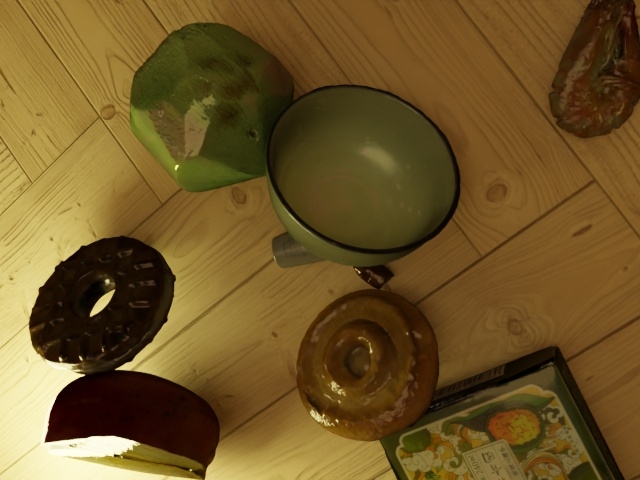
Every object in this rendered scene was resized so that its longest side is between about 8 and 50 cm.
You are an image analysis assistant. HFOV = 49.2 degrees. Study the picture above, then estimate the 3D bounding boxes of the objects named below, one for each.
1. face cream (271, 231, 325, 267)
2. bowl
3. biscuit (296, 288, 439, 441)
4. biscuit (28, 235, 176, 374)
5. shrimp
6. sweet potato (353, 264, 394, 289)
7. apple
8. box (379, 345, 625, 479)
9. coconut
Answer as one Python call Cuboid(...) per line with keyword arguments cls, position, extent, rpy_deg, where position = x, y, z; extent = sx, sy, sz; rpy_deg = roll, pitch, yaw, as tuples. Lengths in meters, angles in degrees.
Cuboid(cls="face cream", position=(0.000, 0.000, 1.426), extent=(0.198, 0.057, 0.084), rpy_deg=(-15, 85, 18))
Cuboid(cls="bowl", position=(0.060, -0.094, 1.290), extent=(0.354, 0.354, 0.185), rpy_deg=(42, 152, 9))
Cuboid(cls="biscuit", position=(0.082, 0.233, 1.342), extent=(0.296, 0.102, 0.296), rpy_deg=(-14, 61, 26))
Cuboid(cls="biscuit", position=(-0.467, 0.134, 1.492), extent=(0.332, 0.103, 0.332), rpy_deg=(-11, 53, 15))
Cuboid(cls="shrimp", position=(0.500, -0.323, 1.216), extent=(0.154, 0.062, 0.294), rpy_deg=(15, 105, 4))
Cuboid(cls="sweet potato", position=(0.090, 0.056, 1.409), extent=(0.117, 0.049, 0.049), rpy_deg=(31, 106, 19))
Cuboid(cls="apple", position=(-0.398, 0.414, 1.473), extent=(0.365, 0.329, 0.295), rpy_deg=(11, 104, -4))
Cuboid(cls="box", position=(0.360, 0.457, 1.324), extent=(0.373, 0.138, 0.420), rpy_deg=(-27, 88, 20))
Cuboid(cls="coconut", position=(-0.198, -0.240, 1.347), extent=(0.328, 0.281, 0.328), rpy_deg=(2, 69, -6))
